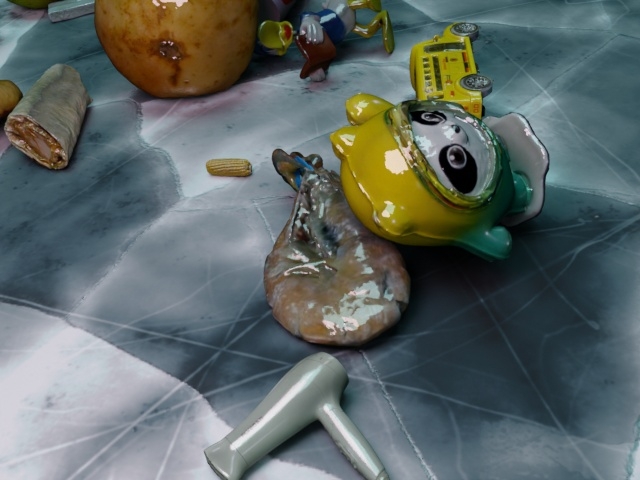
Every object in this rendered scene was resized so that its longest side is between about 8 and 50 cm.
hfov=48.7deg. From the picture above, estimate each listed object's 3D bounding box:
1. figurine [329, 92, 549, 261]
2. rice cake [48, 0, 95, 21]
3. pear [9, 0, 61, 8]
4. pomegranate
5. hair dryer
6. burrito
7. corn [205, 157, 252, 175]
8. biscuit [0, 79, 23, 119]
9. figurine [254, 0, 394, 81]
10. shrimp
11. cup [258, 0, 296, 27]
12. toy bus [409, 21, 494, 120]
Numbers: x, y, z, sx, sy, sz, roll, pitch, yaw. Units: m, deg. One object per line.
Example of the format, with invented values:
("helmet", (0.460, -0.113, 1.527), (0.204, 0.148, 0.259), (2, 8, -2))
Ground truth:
("figurine", (0.180, -0.100, 1.104), (0.340, 0.231, 0.323), (-5, 60, -36))
("rice cake", (-0.710, -0.713, 2.137), (0.226, 0.040, 0.085), (-19, 42, -14))
("pear", (-0.872, -0.837, 2.136), (0.295, 0.294, 0.294), (-4, 40, 3))
("pomegranate", (-0.318, -0.528, 1.612), (0.411, 0.410, 0.410), (-4, 40, 3))
("hair dryer", (0.003, 0.271, 0.876), (0.206, 0.075, 0.237), (-40, 58, -24))
("burrito", (-0.589, -0.275, 1.542), (0.143, 0.105, 0.299), (22, 34, -20))
("corn", (-0.181, -0.145, 1.396), (0.092, 0.037, 0.037), (2, 41, 14))
("biscuit", (-0.772, -0.277, 1.559), (0.213, 0.091, 0.274), (-15, 25, 38))
("figurine", (-0.021, -0.475, 1.704), (0.339, 0.204, 0.283), (-2, 46, 24))
("shrimp", (0.000, 0.000, 1.163), (0.221, 0.109, 0.445), (-19, 45, -2))
("cup", (-0.136, -0.692, 1.934), (0.203, 0.203, 0.288), (5, 49, 14))
("toy bus", (0.263, -0.318, 1.455), (0.152, 0.144, 0.330), (-3, 42, 6))
